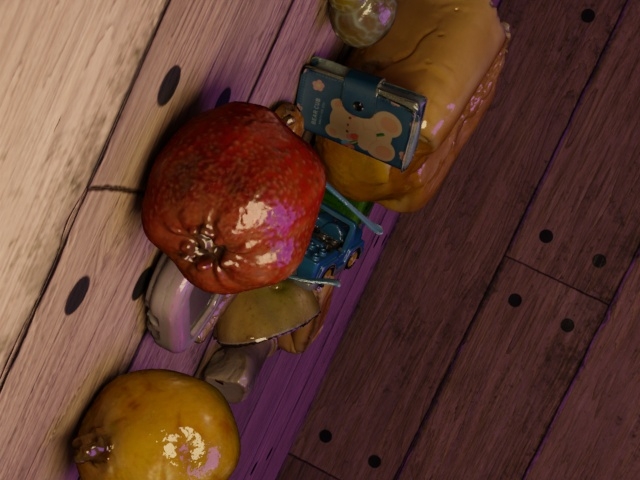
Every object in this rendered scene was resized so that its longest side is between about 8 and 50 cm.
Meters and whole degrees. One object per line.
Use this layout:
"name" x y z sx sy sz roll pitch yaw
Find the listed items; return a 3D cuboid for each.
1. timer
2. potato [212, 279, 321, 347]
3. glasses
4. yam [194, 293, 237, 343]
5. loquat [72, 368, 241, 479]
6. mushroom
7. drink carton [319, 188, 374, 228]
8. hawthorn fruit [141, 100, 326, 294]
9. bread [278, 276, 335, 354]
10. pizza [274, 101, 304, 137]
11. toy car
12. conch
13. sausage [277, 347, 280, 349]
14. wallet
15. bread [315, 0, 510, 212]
"timer" -0.170 0.046 1.438 0.191 0.069 0.208 -59 170 -30
"potato" -0.104 0.095 1.778 0.202 0.182 0.117 -23 107 -45
"glasses" -0.035 -0.035 1.557 0.190 0.220 0.088 -55 -164 29
"yam" -0.129 0.029 1.623 0.300 0.066 0.066 -60 170 -26
"loquat" -0.223 0.263 1.363 0.246 0.213 0.213 13 104 -56
"mushroom" -0.152 0.232 1.964 0.247 0.096 0.108 -53 166 -70
"drink carton" 0.056 -0.088 2.208 0.271 0.108 0.161 -69 170 23
"hawthorn fruit" -0.087 -0.063 1.213 0.253 0.205 0.205 -62 172 -46
"bread" -0.049 0.107 2.063 0.107 0.136 0.241 -56 166 -42
"pizza" -0.059 -0.161 1.597 0.160 0.035 0.099 -20 127 -76
"toy car" 0.000 0.000 1.679 0.191 0.097 0.100 -31 147 -53
"conch" 0.058 -0.346 1.571 0.173 0.106 0.116 -116 -150 -79
"sausage" -0.086 0.166 2.219 0.141 0.076 0.076 -65 171 4
"wallet" 0.062 -0.199 1.643 0.059 0.202 0.141 -54 163 -41
"bread" 0.141 -0.248 1.866 0.394 0.250 0.361 -58 167 -17
